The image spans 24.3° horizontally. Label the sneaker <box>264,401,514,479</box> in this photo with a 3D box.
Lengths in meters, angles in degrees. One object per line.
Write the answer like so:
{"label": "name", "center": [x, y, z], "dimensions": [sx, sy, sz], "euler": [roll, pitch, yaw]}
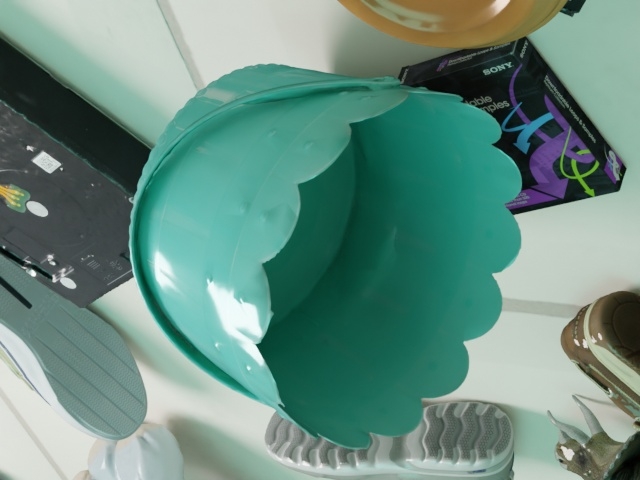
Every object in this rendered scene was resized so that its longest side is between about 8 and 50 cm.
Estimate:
{"label": "sneaker", "center": [0.072, 0.232, 1.579], "dimensions": [0.281, 0.105, 0.115], "euler": [4, 142, 24]}

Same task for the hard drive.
{"label": "hard drive", "center": [-0.296, -0.080, 1.401], "dimensions": [0.339, 0.064, 0.237], "euler": [36, 144, -20]}

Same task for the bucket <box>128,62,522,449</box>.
{"label": "bucket", "center": [0.000, 0.000, 1.139], "dimensions": [0.183, 0.281, 0.281], "euler": [23, 154, 42]}

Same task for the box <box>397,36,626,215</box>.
{"label": "box", "center": [0.149, -0.087, 1.168], "dimensions": [0.116, 0.029, 0.162], "euler": [-14, 130, 41]}

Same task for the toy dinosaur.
{"label": "toy dinosaur", "center": [0.374, 0.239, 1.399], "dimensions": [0.313, 0.121, 0.160], "euler": [-3, 107, 13]}

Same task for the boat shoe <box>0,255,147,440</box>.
{"label": "boat shoe", "center": [-0.309, 0.103, 1.645], "dimensions": [0.302, 0.109, 0.094], "euler": [51, 153, -23]}

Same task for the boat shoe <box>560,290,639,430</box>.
{"label": "boat shoe", "center": [0.323, 0.143, 1.336], "dimensions": [0.257, 0.095, 0.095], "euler": [42, 147, -9]}

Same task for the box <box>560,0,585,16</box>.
{"label": "box", "center": [0.109, -0.278, 0.903], "dimensions": [0.216, 0.060, 0.270], "euler": [22, 146, 0]}

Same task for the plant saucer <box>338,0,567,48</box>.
{"label": "plant saucer", "center": [0.070, -0.192, 0.958], "dimensions": [0.200, 0.037, 0.200], "euler": [16, 147, 11]}

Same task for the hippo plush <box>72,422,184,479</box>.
{"label": "hippo plush", "center": [-0.151, 0.344, 1.824], "dimensions": [0.236, 0.234, 0.294], "euler": [10, 176, -40]}
